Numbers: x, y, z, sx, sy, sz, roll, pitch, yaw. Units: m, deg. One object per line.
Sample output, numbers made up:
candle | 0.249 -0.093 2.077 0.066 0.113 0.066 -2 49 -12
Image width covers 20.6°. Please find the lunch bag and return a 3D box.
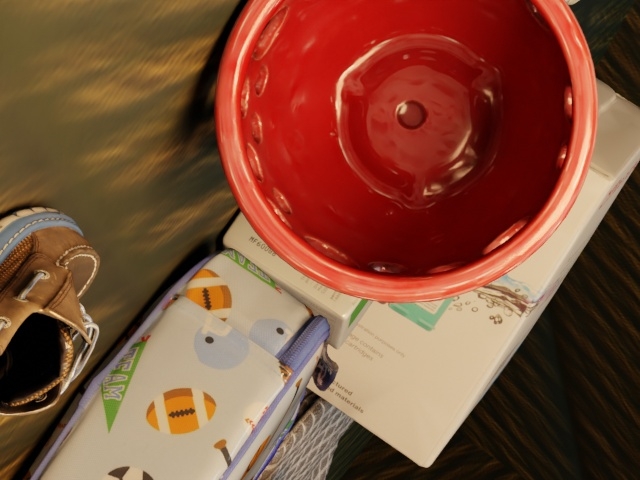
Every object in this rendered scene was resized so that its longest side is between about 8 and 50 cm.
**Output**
lunch bag | -0.109 0.157 1.141 0.303 0.115 0.243 -51 172 -24

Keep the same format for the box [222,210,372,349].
box | 0.000 0.000 1.192 0.101 0.102 0.087 -55 174 -17

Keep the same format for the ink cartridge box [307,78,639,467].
ink cartridge box | 0.094 -0.015 1.339 0.270 0.197 0.198 -60 170 24

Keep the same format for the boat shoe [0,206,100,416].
boat shoe | -0.130 0.039 0.718 0.066 0.066 0.183 -59 171 22

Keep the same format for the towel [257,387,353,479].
towel | -0.052 0.180 1.521 0.283 0.121 0.235 -45 165 -53

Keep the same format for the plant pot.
plant pot | 0.049 -0.065 0.938 0.191 0.191 0.174 -57 175 4

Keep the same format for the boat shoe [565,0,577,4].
boat shoe | 0.229 -0.298 1.335 0.156 0.136 0.367 -46 177 -38
